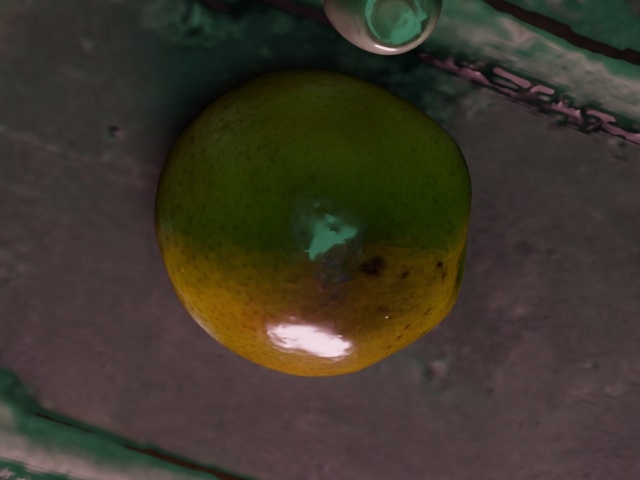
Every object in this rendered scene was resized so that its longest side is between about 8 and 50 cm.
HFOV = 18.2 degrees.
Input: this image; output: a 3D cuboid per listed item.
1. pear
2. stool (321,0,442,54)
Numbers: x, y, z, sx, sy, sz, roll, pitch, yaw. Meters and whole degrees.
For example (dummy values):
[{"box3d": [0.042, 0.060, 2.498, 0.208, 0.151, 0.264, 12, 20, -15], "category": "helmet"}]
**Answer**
[{"box3d": [0.000, 0.000, 0.836, 0.141, 0.104, 0.141, -3, 110, -8], "category": "pear"}, {"box3d": [0.026, -0.198, 0.716, 0.195, 0.198, 0.195, -37, 115, 1], "category": "stool"}]
